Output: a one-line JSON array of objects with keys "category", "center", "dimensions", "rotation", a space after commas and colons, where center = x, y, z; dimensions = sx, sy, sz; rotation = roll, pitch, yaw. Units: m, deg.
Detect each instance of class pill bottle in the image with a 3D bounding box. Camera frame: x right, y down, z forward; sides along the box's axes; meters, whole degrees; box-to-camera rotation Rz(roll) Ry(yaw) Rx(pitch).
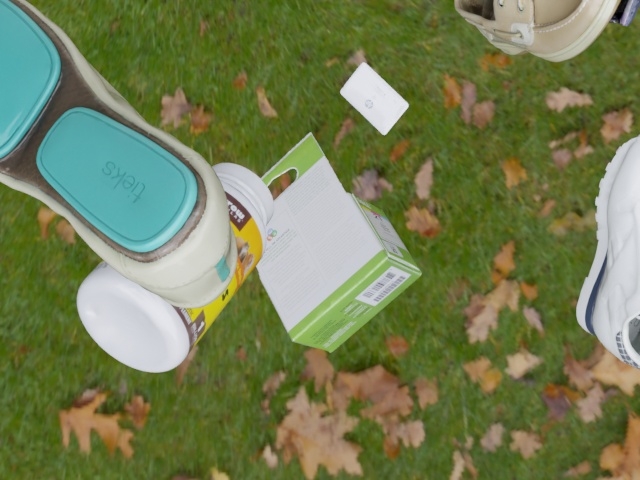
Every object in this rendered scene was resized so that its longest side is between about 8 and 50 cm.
[{"category": "pill bottle", "center": [-0.130, 0.017, 1.008], "dimensions": [0.117, 0.215, 0.117], "rotation": [17, 135, 18]}]

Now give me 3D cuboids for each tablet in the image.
[{"category": "tablet", "center": [0.068, -0.181, 1.332], "dimensions": [0.083, 0.006, 0.054], "rotation": [45, 119, 10]}]

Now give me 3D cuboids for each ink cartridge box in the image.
[{"category": "ink cartridge box", "center": [0.000, 0.000, 1.506], "dimensions": [0.189, 0.255, 0.097], "rotation": [-42, 144, 19]}]

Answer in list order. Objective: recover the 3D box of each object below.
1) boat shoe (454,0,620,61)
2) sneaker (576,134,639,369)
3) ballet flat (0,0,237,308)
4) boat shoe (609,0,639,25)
[{"category": "boat shoe", "center": [0.239, -0.273, 1.186], "dimensions": [0.098, 0.302, 0.109], "rotation": [26, 92, -16]}, {"category": "sneaker", "center": [0.318, 0.010, 1.007], "dimensions": [0.090, 0.095, 0.235], "rotation": [-6, 117, -13]}, {"category": "ballet flat", "center": [-0.127, -0.050, 0.541], "dimensions": [0.086, 0.248, 0.086], "rotation": [-32, 146, -25]}, {"category": "boat shoe", "center": [0.430, -0.469, 1.480], "dimensions": [0.127, 0.158, 0.341], "rotation": [-2, 126, -2]}]
